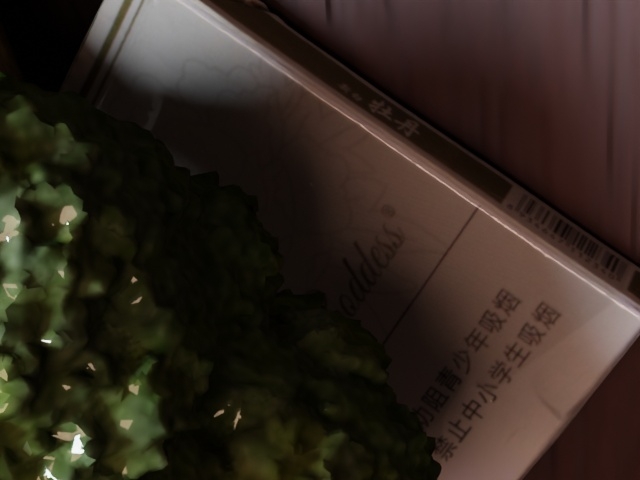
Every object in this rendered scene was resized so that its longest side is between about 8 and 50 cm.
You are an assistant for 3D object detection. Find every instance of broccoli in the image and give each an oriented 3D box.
[{"bbox_3d":[-0.138,0.072,0.479,0.302,0.186,0.254,-22,140,33],"label":"broccoli"}]

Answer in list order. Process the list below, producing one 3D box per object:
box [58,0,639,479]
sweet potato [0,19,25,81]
[{"bbox_3d":[0.000,0.000,0.533,0.198,0.029,0.109,35,124,4],"label":"box"},{"bbox_3d":[-0.199,-0.063,0.564,0.251,0.097,0.097,4,116,30],"label":"sweet potato"}]
